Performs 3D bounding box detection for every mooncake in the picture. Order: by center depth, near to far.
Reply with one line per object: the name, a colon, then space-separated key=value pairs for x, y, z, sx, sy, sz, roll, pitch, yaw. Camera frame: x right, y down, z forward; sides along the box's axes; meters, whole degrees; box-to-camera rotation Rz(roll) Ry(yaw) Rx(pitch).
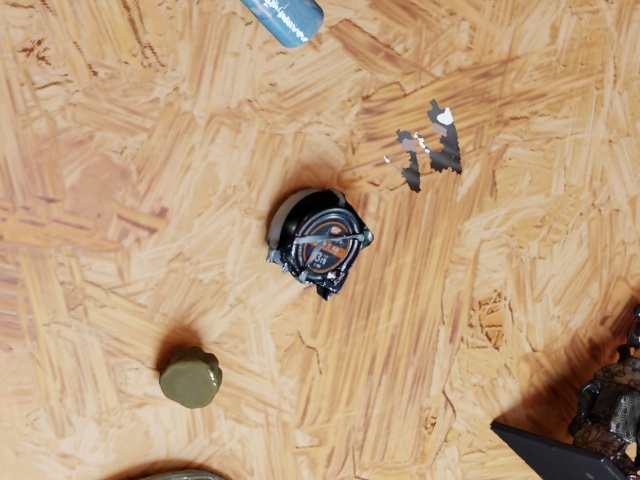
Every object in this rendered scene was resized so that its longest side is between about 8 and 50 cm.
mooncake: x=-0.012 y=0.021 z=1.662 sx=0.347 sy=0.057 sz=0.150 roll=-29 pitch=121 yaw=8

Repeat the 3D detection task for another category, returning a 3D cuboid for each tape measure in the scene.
tape measure: x=-0.001 y=-0.002 z=1.725 sx=0.094 sy=0.054 sz=0.091 roll=37 pitch=88 yaw=-43

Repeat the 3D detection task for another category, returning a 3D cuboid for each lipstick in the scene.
lipstick: x=-0.060 y=-0.224 z=1.586 sx=0.048 sy=0.048 sz=0.158 roll=-49 pitch=128 yaw=-4

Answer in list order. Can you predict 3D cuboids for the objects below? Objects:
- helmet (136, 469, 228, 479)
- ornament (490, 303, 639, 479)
helmet: x=-0.138 y=0.326 z=1.735 sx=0.257 sy=0.137 sz=0.204 roll=-11 pitch=117 yaw=-29
ornament: x=0.313 y=0.165 z=1.967 sx=0.153 sy=0.166 sz=0.196 roll=43 pitch=71 yaw=-40
